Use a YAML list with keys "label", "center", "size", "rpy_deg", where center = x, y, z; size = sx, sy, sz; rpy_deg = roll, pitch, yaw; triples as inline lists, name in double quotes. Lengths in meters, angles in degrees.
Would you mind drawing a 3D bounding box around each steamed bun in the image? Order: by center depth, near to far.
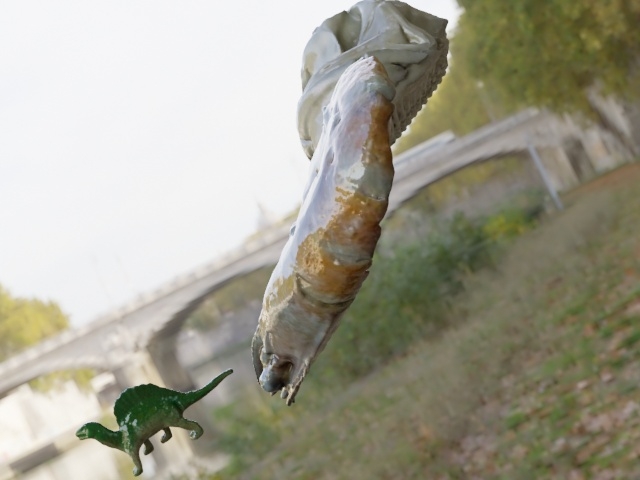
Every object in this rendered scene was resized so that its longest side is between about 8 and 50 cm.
- label: "steamed bun"
  center: [0.044, -0.181, 1.455]
  size: [0.218, 0.144, 0.211]
  rpy_deg: [-54, -6, 1]

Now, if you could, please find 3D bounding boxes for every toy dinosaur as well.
- label: "toy dinosaur"
  center: [-0.117, 0.124, 0.959]
  size: [0.119, 0.060, 0.029]
  rpy_deg: [-34, 26, 0]

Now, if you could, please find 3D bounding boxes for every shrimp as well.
- label: "shrimp"
  center: [0.000, 0.000, 0.940]
  size: [0.062, 0.164, 0.317]
  rpy_deg: [13, -43, -6]
